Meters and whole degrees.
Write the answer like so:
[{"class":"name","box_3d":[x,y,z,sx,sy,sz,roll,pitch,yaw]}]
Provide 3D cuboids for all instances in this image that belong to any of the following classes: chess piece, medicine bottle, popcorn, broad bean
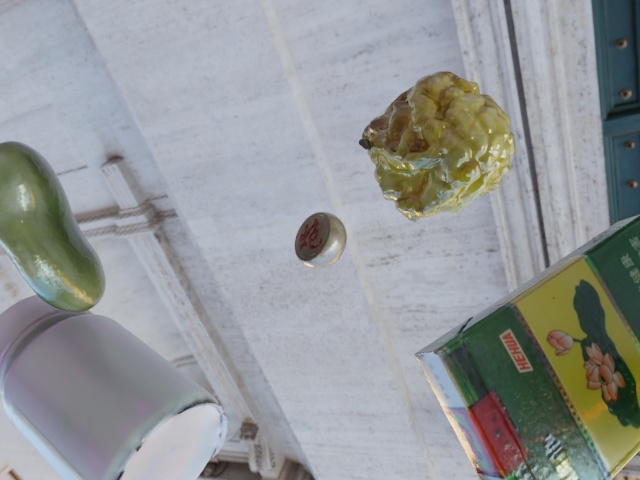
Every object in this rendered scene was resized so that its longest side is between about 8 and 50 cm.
[{"class":"chess piece","box_3d":[0.000,0.000,0.709,0.084,0.038,0.083,-29,-132,39]},{"class":"medicine bottle","box_3d":[-0.352,0.245,0.779,0.379,0.213,0.213,26,-132,27]},{"class":"popcorn","box_3d":[0.139,-0.111,0.601,0.170,0.180,0.180,10,-168,-28]},{"class":"broad bean","box_3d":[-0.411,-0.010,0.718,0.121,0.263,0.189,-24,-159,-10]}]

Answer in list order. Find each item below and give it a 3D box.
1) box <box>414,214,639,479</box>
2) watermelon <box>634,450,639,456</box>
[{"class":"box","box_3d":[0.190,0.082,0.352,0.235,0.132,0.034,-26,175,-25]},{"class":"watermelon","box_3d":[0.748,0.325,1.004,0.193,0.310,0.231,4,-125,-29]}]
